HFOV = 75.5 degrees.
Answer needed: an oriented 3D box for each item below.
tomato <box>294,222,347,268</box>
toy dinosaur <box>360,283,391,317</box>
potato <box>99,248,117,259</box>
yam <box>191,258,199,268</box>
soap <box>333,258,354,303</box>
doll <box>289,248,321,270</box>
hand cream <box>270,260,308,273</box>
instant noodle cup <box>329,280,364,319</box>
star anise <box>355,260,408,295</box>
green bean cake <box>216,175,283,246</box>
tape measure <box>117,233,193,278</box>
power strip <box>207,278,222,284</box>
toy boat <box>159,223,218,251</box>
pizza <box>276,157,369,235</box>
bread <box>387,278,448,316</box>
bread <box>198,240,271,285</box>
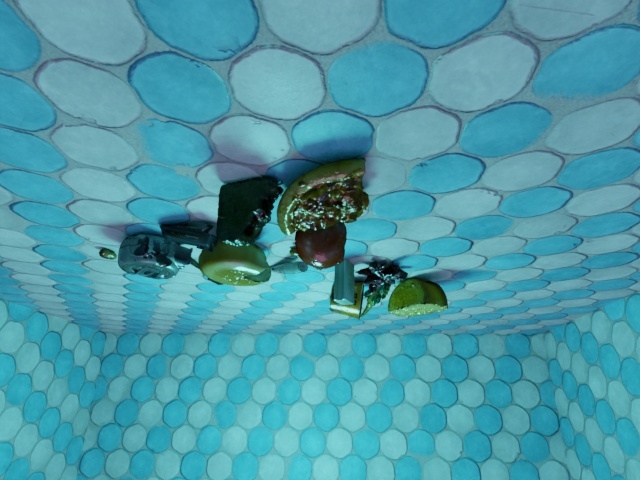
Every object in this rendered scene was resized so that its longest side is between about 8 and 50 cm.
[{"bbox_3d":[0.000,0.000,1.491,0.185,0.208,0.208,6,158,4],"label":"tomato"},{"bbox_3d":[0.284,0.303,2.206,0.094,0.259,0.153,37,176,33],"label":"toy dinosaur"},{"bbox_3d":[-0.975,0.065,1.897,0.051,0.040,0.083,-5,156,28],"label":"potato"},{"bbox_3d":[-0.616,0.110,2.014,0.027,0.033,0.129,-28,160,-1],"label":"yam"},{"bbox_3d":[0.114,0.200,1.970,0.067,0.197,0.119,-9,155,25],"label":"soap"},{"bbox_3d":[-0.036,0.081,1.832,0.210,0.097,0.137,11,161,-10],"label":"doll"},{"bbox_3d":[-0.160,0.132,1.987,0.085,0.058,0.331,10,171,-30],"label":"hand cream"},{"bbox_3d":[0.146,0.316,2.259,0.173,0.215,0.215,7,158,9],"label":"instant noodle cup"},{"bbox_3d":[0.303,0.176,2.021,0.213,0.129,0.283,-26,153,18],"label":"star anise"},{"bbox_3d":[-0.220,-0.084,1.301,0.194,0.208,0.107,-5,160,17],"label":"green bean cake"},{"bbox_3d":[-0.724,0.074,1.775,0.275,0.147,0.256,-20,149,39],"label":"tape measure"},{"bbox_3d":[-0.568,0.213,2.249,0.038,0.029,0.111,-8,153,21],"label":"power strip"},{"bbox_3d":[-0.516,-0.029,1.612,0.246,0.103,0.093,12,173,10],"label":"toy boat"},{"bbox_3d":[0.016,-0.122,1.293,0.278,0.113,0.409,20,143,-41],"label":"pizza"},{"bbox_3d":[0.510,0.297,2.216,0.195,0.178,0.340,17,155,-29],"label":"bread"},{"bbox_3d":[-0.366,0.089,1.775,0.333,0.159,0.333,1,155,1],"label":"bread"}]
